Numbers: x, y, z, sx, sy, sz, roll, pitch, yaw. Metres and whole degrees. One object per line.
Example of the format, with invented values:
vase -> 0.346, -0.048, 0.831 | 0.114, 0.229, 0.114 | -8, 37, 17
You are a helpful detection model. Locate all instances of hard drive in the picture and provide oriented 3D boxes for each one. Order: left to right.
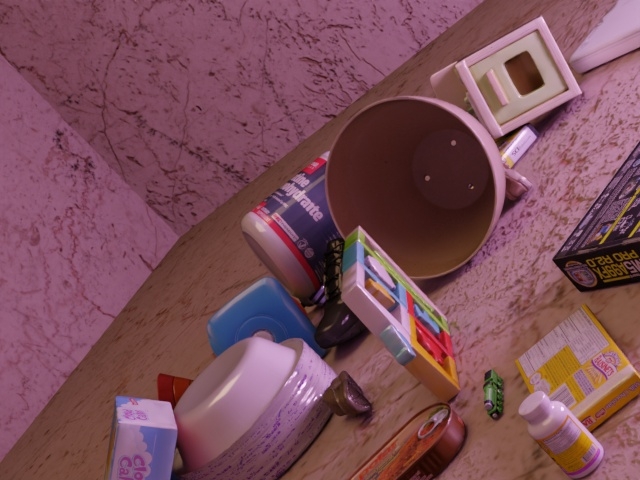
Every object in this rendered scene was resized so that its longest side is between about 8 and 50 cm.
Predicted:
hard drive -> 0.592, -0.408, 2.025 | 0.203, 0.040, 0.307 | -49, 13, -25

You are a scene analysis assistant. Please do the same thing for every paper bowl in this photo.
paper bowl -> -0.118, 0.262, 1.768 | 0.284, 0.148, 0.284 | -41, 13, 12

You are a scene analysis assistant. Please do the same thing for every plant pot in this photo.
plant pot -> 0.176, -0.099, 1.834 | 0.284, 0.284, 0.191 | -36, -5, 31

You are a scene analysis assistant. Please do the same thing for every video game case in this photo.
video game case -> 0.245, -0.095, 2.090 | 0.248, 0.035, 0.275 | -48, 12, -20

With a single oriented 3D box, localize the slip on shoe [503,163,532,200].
slip on shoe -> 0.304, -0.095, 1.869 | 0.041, 0.051, 0.135 | -54, 17, 7

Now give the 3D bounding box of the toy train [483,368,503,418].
toy train -> 0.197, 0.175, 1.323 | 0.017, 0.024, 0.083 | -38, 12, 22

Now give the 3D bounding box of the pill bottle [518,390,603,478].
pill bottle -> 0.223, 0.180, 1.075 | 0.043, 0.083, 0.043 | -41, 12, 10

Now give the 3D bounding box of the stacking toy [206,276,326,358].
stacking toy -> -0.080, 0.152, 2.077 | 0.165, 0.175, 0.302 | -38, 1, 10

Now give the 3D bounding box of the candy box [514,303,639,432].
candy box -> 0.268, 0.138, 1.211 | 0.105, 0.027, 0.206 | -39, 13, 9

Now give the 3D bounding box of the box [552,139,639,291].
box -> 0.418, -0.064, 1.344 | 0.270, 0.060, 0.216 | -49, 14, -24

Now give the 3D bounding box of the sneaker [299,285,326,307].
sneaker -> 0.026, 0.039, 2.237 | 0.224, 0.083, 0.098 | -50, 9, -27

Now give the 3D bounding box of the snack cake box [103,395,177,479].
snack cake box -> -0.274, 0.376, 1.686 | 0.152, 0.089, 0.264 | -148, 67, -79

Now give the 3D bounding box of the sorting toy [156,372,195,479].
sorting toy -> -0.231, 0.337, 2.070 | 0.126, 0.127, 0.365 | -13, 18, 2

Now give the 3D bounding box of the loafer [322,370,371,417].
loafer -> 0.035, 0.225, 1.625 | 0.050, 0.056, 0.148 | -44, 2, 2

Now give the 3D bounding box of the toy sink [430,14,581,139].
toy sink -> 0.320, -0.274, 2.033 | 0.234, 0.153, 0.131 | -27, 6, 15

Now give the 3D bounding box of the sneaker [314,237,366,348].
sneaker -> 0.046, 0.068, 1.945 | 0.109, 0.130, 0.286 | -30, 19, 40

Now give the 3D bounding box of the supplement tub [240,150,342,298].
supplement tub -> 0.009, -0.042, 2.105 | 0.272, 0.191, 0.191 | -39, 11, -10

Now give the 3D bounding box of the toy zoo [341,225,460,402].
toy zoo -> 0.102, 0.098, 1.499 | 0.030, 0.192, 0.293 | -41, 12, 14

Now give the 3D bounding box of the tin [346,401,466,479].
tin -> 0.090, 0.265, 1.336 | 0.189, 0.040, 0.106 | -43, 16, 0
